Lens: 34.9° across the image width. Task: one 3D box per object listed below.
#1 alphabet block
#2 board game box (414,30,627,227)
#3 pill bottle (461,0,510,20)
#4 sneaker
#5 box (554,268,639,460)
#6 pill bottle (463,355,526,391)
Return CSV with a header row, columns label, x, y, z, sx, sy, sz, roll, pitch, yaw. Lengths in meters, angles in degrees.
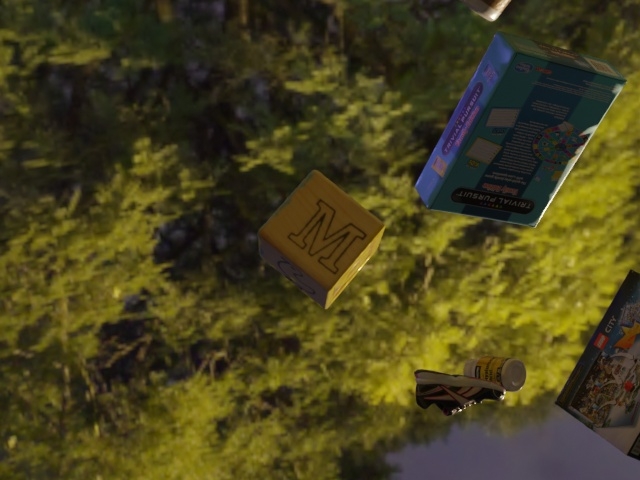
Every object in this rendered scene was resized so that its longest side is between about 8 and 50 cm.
label,x,y,z,sx,sy,sz,roll,pitch,yaw
alphabet block,0.000,0.000,2.177,0.197,0.192,0.193,39,-103,9
board game box,0.358,-0.192,1.848,0.253,0.336,0.079,8,-145,-28
pill bottle,0.316,-0.503,1.737,0.131,0.229,0.131,33,-160,-14
sneaker,0.248,0.283,1.858,0.178,0.077,0.072,10,176,-14
box,0.454,0.175,1.457,0.044,0.233,0.159,25,-174,-32
pill bottle,0.332,0.254,1.951,0.065,0.065,0.116,-27,-167,-35
